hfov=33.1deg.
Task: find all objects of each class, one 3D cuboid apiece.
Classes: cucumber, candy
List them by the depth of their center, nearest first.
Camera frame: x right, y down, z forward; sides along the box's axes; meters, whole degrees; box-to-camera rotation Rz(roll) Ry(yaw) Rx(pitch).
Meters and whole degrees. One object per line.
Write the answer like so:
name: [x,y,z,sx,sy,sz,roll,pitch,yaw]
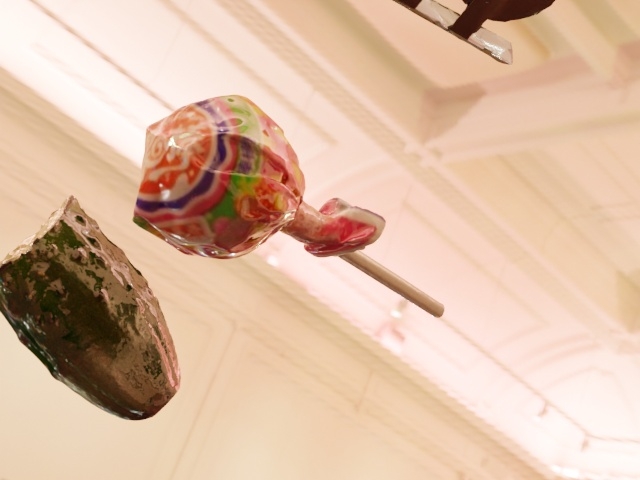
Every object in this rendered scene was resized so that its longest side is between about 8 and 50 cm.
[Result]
cucumber: [-0.103,0.037,0.511,0.107,0.067,0.035,51,-32,-13]
candy: [0.000,0.000,0.878,0.124,0.124,0.365,1,-22,41]

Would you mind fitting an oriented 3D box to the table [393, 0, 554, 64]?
table: [0.060,-0.178,0.472,0.175,0.062,0.146,24,-45,-20]
